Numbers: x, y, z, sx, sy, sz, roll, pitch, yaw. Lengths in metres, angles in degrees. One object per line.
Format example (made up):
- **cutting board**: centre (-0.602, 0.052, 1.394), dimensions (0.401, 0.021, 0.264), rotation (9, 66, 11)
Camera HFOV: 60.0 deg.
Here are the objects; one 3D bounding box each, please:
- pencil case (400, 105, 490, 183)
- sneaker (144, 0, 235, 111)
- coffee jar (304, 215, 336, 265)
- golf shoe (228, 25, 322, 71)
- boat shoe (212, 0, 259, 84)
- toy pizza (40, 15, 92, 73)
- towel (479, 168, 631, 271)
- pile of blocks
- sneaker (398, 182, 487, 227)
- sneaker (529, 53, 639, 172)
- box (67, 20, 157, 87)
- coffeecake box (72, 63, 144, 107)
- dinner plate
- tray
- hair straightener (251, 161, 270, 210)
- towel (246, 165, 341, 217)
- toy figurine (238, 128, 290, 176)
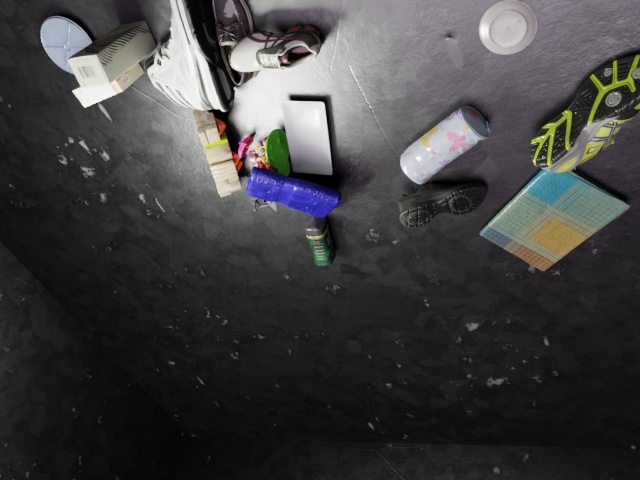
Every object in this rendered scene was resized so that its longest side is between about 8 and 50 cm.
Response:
- **pencil case**: centre (0.363, -0.276, 1.639), dimensions (0.124, 0.113, 0.273), rotation (32, 135, -20)
- **sneaker**: centre (-0.434, -0.580, 1.634), dimensions (0.258, 0.169, 0.447), rotation (2, 131, 16)
- **coffee jar**: centre (0.000, 0.000, 2.051), dimensions (0.079, 0.096, 0.184), rotation (-2, 130, 20)
- **golf shoe**: centre (-0.131, -0.529, 1.556), dimensions (0.273, 0.120, 0.105), rotation (-13, 130, 8)
- **boat shoe**: centre (-0.252, -0.591, 1.614), dimensions (0.103, 0.092, 0.285), rotation (5, 132, 18)
- **toy pizza**: centre (-0.831, -0.647, 1.842), dimensions (0.201, 0.032, 0.201), rotation (11, 135, 12)
- **towel**: centre (0.718, -0.069, 1.739), dimensions (0.272, 0.040, 0.370), rotation (30, 137, -5)
- **pile of blocks**: centre (-0.337, -0.309, 1.913), dimensions (0.113, 0.148, 0.362), rotation (-16, 138, -6)
- **sneaker**: centre (0.380, -0.140, 1.763), dimensions (0.287, 0.130, 0.109), rotation (-14, 134, 4)
- **sneaker**: centre (0.734, -0.326, 1.454), dimensions (0.147, 0.145, 0.385), rotation (12, 141, -34)
- **box**: centre (-0.616, -0.561, 1.662), dimensions (0.113, 0.275, 0.094), rotation (0, 130, 21)
- **coffeecake box**: centre (-0.695, -0.523, 1.822), dimensions (0.186, 0.142, 0.068), rotation (-11, 126, 29)
- **dinner plate**: centre (0.478, -0.541, 1.418), dimensions (0.141, 0.017, 0.141), rotation (10, 133, 11)
- **tray**: centre (-0.038, -0.336, 1.806), dimensions (0.145, 0.030, 0.270), rotation (6, 132, 16)
- **hair straightener**: centre (-0.203, -0.184, 2.000), dimensions (0.089, 0.047, 0.230), rotation (22, 135, 2)
- **towel**: centre (-0.096, -0.155, 1.861), dimensions (0.309, 0.076, 0.228), rotation (15, 172, -7)
- **toy figurine**: centre (-0.198, -0.290, 1.862), dimensions (0.159, 0.130, 0.173), rotation (8, 131, 31)
